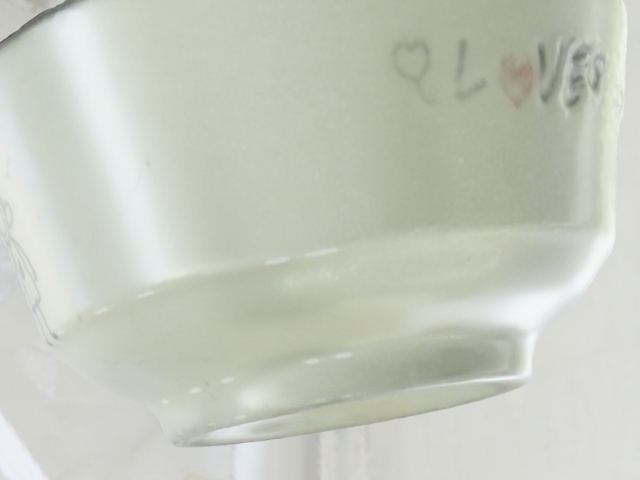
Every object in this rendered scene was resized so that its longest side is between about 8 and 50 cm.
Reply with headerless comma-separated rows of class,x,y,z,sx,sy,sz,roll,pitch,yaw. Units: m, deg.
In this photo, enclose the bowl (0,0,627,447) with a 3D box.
bowl,0.000,0.000,0.400,0.237,0.237,0.126,2,-108,-41
